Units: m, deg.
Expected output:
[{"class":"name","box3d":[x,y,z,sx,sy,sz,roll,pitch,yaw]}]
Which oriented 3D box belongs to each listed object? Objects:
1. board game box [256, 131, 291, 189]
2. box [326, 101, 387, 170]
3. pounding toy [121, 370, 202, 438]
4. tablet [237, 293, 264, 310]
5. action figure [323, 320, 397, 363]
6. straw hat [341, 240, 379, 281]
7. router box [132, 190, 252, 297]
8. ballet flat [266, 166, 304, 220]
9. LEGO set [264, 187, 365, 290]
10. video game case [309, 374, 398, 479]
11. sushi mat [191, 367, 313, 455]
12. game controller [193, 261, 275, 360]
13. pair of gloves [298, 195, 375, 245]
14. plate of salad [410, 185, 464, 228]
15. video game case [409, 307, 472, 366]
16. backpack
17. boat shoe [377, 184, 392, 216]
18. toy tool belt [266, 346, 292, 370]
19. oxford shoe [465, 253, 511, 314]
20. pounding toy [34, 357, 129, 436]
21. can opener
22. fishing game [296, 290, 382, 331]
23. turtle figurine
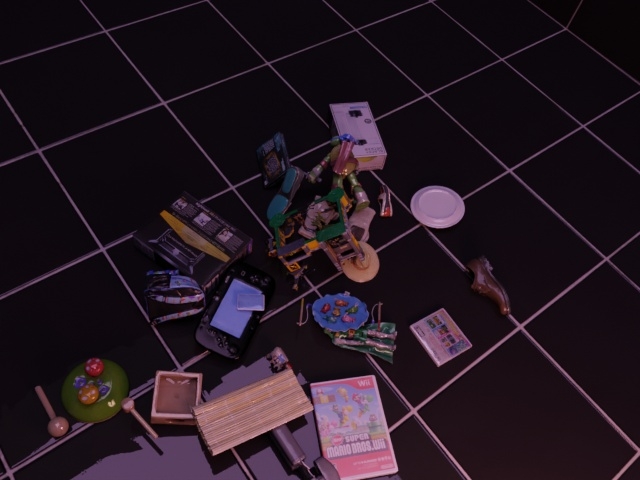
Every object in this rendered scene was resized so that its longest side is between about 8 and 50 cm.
[{"class":"board game box","box3d":[-0.172,-0.296,2.170,0.026,0.126,0.186,24,42,-46]},{"class":"box","box3d":[0.139,-0.409,2.310,0.169,0.087,0.290,-6,58,-13]},{"class":"pounding toy","box3d":[-0.440,0.460,1.617,0.206,0.094,0.181,7,60,-15]},{"class":"tablet","box3d":[-0.216,0.191,1.819,0.083,0.006,0.054,4,58,-10]},{"class":"action figure","box3d":[0.121,0.300,1.847,0.232,0.063,0.137,9,53,-2]},{"class":"straw hat","box3d":[0.139,0.063,1.983,0.144,0.061,0.145,3,73,-10]},{"class":"router box","box3d":[-0.419,0.009,1.940,0.308,0.081,0.243,35,58,14]},{"class":"ballet flat","box3d":[-0.117,-0.159,2.079,0.072,0.068,0.213,32,100,29]},{"class":"LEGO set","box3d":[0.000,0.000,1.948,0.331,0.192,0.255,-28,45,8]},{"class":"video game case","box3d":[0.092,0.540,1.700,0.204,0.025,0.285,-5,57,-12]},{"class":"sushi mat","box3d":[-0.185,0.465,1.622,0.316,0.019,0.151,-16,53,-30]},{"class":"game controller","box3d":[-0.263,0.214,1.824,0.166,0.067,0.319,31,54,-10]},{"class":"pair of gloves","box3d":[0.061,-0.060,2.091,0.240,0.042,0.204,18,59,5]},{"class":"plate of salad","box3d":[0.435,-0.121,2.189,0.199,0.048,0.200,-2,55,2]},{"class":"video game case","box3d":[0.389,0.312,1.907,0.143,0.019,0.157,-24,62,-23]},{"class":"backpack","box3d":[-0.440,0.166,1.785,0.173,0.158,0.117,-5,41,-10]},{"class":"boat shoe","box3d":[0.234,-0.148,2.176,0.043,0.049,0.137,-2,61,-8]},{"class":"toy tool belt","box3d":[-0.126,0.366,1.774,0.051,0.052,0.083,-38,62,5]},{"class":"oxford shoe","box3d":[0.569,0.165,2.010,0.096,0.083,0.227,-25,61,-3]},{"class":"pounding toy","box3d":[-0.653,0.408,1.615,0.236,0.110,0.183,-24,63,-23]},{"class":"can opener","box3d":[-0.050,0.584,1.617,0.095,0.076,0.283,-26,62,-27]},{"class":"fishing game","box3d":[0.064,0.218,1.866,0.264,0.041,0.189,5,32,5]},{"class":"turtle figurine","box3d":[0.059,-0.219,2.115,0.197,0.274,0.266,15,53,-53]}]
